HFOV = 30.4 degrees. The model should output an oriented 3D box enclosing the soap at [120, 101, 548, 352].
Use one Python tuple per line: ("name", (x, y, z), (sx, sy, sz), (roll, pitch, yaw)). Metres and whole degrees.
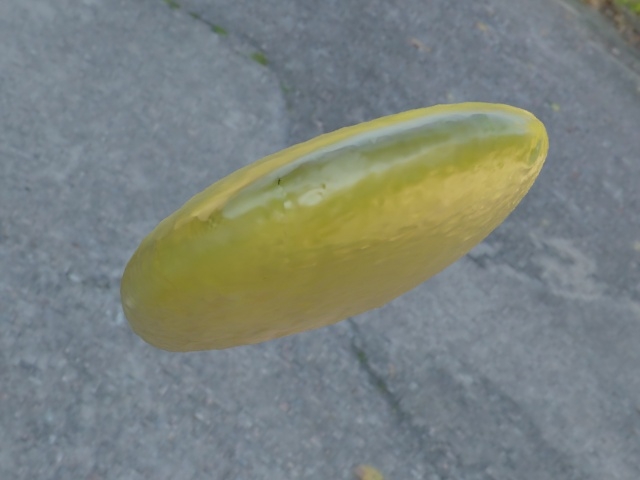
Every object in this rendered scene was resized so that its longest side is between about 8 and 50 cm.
("soap", (0.001, 0.003, 0.872), (0.306, 0.427, 0.115), (-15, 81, -12))
